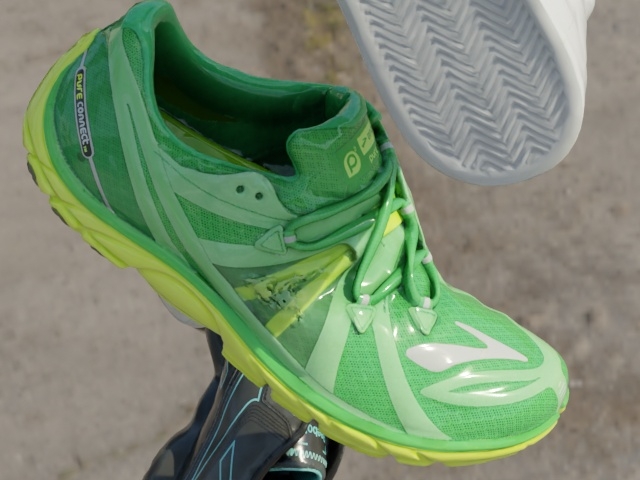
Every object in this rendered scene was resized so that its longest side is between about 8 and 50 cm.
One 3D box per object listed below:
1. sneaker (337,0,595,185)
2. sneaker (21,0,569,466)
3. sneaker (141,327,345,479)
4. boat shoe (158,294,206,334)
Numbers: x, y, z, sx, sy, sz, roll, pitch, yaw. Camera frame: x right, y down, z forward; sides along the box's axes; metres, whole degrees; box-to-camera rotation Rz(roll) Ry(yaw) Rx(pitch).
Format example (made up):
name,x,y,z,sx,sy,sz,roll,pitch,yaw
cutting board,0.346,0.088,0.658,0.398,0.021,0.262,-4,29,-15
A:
name,x,y,z,sx,sy,sz,roll,pitch,yaw
sneaker,0.036,-0.184,0.654,0.108,0.292,0.169,-11,28,22
sneaker,0.000,0.000,0.777,0.295,0.123,0.109,35,34,-8
sneaker,-0.020,0.086,0.987,0.106,0.101,0.267,10,82,46
boat shoe,-0.134,-0.044,1.439,0.113,0.103,0.302,-39,44,14
